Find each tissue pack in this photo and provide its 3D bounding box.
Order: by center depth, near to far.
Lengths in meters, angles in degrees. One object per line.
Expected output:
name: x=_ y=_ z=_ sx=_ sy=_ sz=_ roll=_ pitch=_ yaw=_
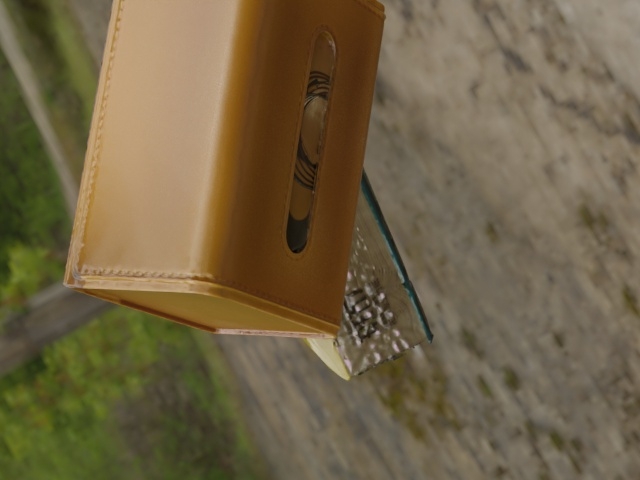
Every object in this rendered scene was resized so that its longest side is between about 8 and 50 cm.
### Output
tissue pack: x=-0.062 y=-0.074 z=1.248 sx=0.145 sy=0.274 sz=0.194 roll=3 pitch=169 yaw=32
tissue pack: x=0.000 y=0.000 z=1.814 sx=0.271 sy=0.134 sz=0.192 roll=66 pitch=171 yaw=-23
